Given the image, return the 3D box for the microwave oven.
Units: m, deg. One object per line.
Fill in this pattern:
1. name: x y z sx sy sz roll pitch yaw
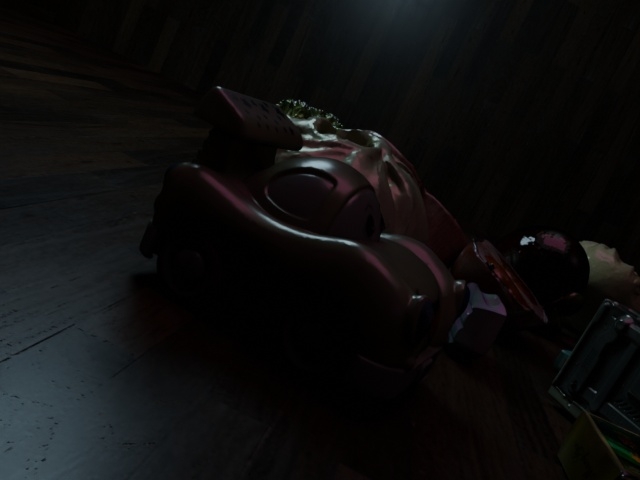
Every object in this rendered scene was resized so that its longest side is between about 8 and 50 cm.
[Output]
1. microwave oven: 0.452 0.205 0.966 0.145 0.193 0.240 17 16 -30

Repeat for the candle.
1. candle: 0.142 -0.064 1.474 0.317 0.131 0.287 50 -15 -7

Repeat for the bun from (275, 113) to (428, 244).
1. bun: 0.000 -0.075 1.147 0.365 0.219 0.365 20 5 -2

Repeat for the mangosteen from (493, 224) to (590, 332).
1. mangosteen: 0.448 0.080 1.562 0.216 0.216 0.216 24 11 -5

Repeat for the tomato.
1. tomato: 0.312 0.099 1.357 0.199 0.112 0.228 53 18 17

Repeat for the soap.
1. soap: 0.223 0.118 1.097 0.056 0.100 0.149 25 10 0

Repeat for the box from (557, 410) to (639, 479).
1. box: 0.381 0.279 0.766 0.240 0.071 0.159 25 13 1

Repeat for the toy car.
1. toy car: 0.000 0.000 0.830 0.336 0.226 0.242 28 11 19

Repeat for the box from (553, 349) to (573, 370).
1. box: 0.523 0.261 1.240 0.162 0.041 0.229 14 15 -44

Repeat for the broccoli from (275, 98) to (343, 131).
1. broccoli: -0.052 -0.153 1.571 0.252 0.221 0.361 10 28 -33

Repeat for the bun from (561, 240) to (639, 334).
1. bun: 0.629 0.106 1.705 0.259 0.160 0.259 51 -15 20
